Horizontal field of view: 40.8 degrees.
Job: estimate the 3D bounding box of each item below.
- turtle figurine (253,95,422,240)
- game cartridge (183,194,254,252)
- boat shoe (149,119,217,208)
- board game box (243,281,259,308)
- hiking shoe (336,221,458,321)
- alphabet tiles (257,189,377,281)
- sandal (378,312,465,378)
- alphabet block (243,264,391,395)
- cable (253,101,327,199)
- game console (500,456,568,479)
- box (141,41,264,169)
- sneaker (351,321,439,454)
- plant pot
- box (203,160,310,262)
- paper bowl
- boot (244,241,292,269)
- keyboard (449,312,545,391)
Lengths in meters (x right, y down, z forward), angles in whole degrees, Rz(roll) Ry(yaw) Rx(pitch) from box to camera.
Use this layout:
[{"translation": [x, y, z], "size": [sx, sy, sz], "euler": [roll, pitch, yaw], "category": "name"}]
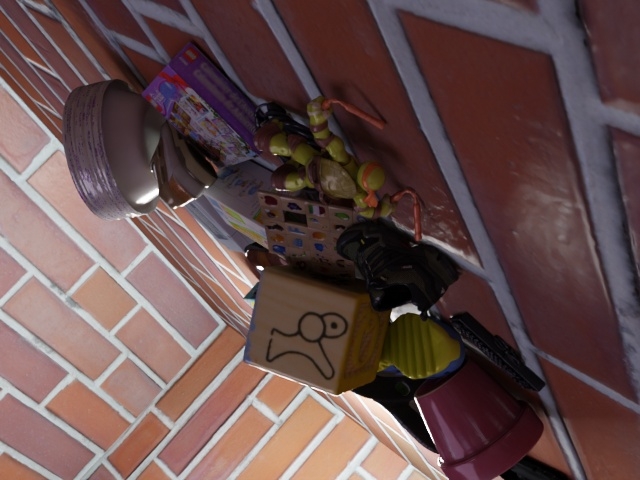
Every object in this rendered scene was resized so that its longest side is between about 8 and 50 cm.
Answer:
[{"translation": [0.017, -0.087, 1.161], "size": [0.217, 0.087, 0.269], "euler": [15, 153, 43], "category": "turtle figurine"}, {"translation": [-0.294, -0.088, 2.172], "size": [0.297, 0.062, 0.198], "euler": [46, 162, -18], "category": "game cartridge"}, {"translation": [-0.280, -0.154, 1.663], "size": [0.113, 0.103, 0.302], "euler": [43, -173, -24], "category": "boat shoe"}, {"translation": [-0.081, 0.228, 2.498], "size": [0.254, 0.079, 0.336], "euler": [44, 167, -9], "category": "board game box"}, {"translation": [0.095, 0.047, 1.329], "size": [0.227, 0.114, 0.086], "euler": [18, 152, 43], "category": "hiking shoe"}, {"translation": [0.000, 0.000, 1.465], "size": [0.198, 0.009, 0.237], "euler": [12, 151, 10], "category": "alphabet tiles"}, {"translation": [0.186, 0.206, 1.658], "size": [0.138, 0.126, 0.317], "euler": [8, 173, -25], "category": "sandal"}, {"translation": [0.000, 0.157, 1.590], "size": [0.197, 0.192, 0.193], "euler": [16, -171, 24], "category": "alphabet block"}, {"translation": [-0.022, -0.130, 1.309], "size": [0.151, 0.047, 0.184], "euler": [24, 154, 39], "category": "cable"}, {"translation": [0.473, 0.537, 1.987], "size": [0.213, 0.044, 0.361], "euler": [45, 167, -19], "category": "game console"}, {"translation": [-0.195, -0.219, 1.469], "size": [0.201, 0.057, 0.293], "euler": [44, 167, -15], "category": "box"}, {"translation": [0.143, 0.300, 1.907], "size": [0.447, 0.169, 0.257], "euler": [45, 173, 13], "category": "sneaker"}, {"translation": [0.274, 0.321, 1.576], "size": [0.180, 0.201, 0.201], "euler": [54, 166, -1], "category": "plant pot"}, {"translation": [-0.108, -0.063, 1.611], "size": [0.203, 0.103, 0.114], "euler": [30, 162, 41], "category": "box"}, {"translation": [-0.397, -0.189, 1.765], "size": [0.148, 0.284, 0.284], "euler": [-9, 149, 11], "category": "paper bowl"}, {"translation": [-0.061, 0.120, 1.844], "size": [0.264, 0.096, 0.280], "euler": [-35, 74, 63], "category": "boot"}, {"translation": [0.295, 0.188, 1.440], "size": [0.180, 0.023, 0.108], "euler": [41, 166, -1], "category": "keyboard"}]
